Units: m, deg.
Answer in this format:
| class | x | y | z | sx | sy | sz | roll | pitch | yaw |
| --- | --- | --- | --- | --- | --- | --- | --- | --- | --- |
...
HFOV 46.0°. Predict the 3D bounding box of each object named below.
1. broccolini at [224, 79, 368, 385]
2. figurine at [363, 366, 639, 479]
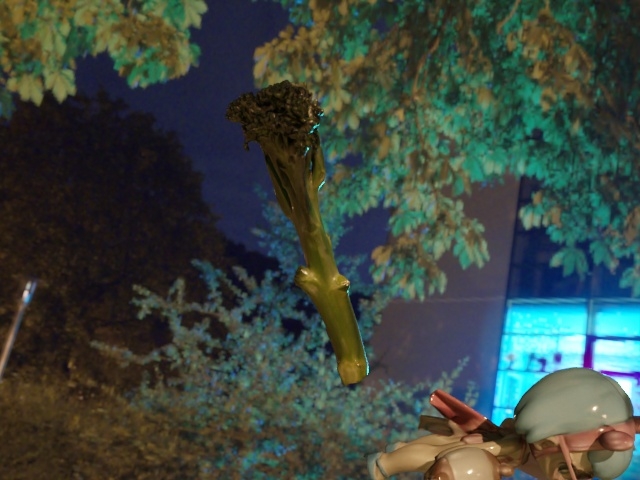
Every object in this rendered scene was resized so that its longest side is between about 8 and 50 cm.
| class | x | y | z | sx | sy | sz | roll | pitch | yaw |
| --- | --- | --- | --- | --- | --- | --- | --- | --- | --- |
| broccolini | 0.002 | -0.001 | 0.507 | 0.058 | 0.216 | 0.067 | -13 | 14 | 25 |
| figurine | 0.150 | 0.178 | 0.681 | 0.260 | 0.103 | 0.205 | -18 | -21 | 32 |
